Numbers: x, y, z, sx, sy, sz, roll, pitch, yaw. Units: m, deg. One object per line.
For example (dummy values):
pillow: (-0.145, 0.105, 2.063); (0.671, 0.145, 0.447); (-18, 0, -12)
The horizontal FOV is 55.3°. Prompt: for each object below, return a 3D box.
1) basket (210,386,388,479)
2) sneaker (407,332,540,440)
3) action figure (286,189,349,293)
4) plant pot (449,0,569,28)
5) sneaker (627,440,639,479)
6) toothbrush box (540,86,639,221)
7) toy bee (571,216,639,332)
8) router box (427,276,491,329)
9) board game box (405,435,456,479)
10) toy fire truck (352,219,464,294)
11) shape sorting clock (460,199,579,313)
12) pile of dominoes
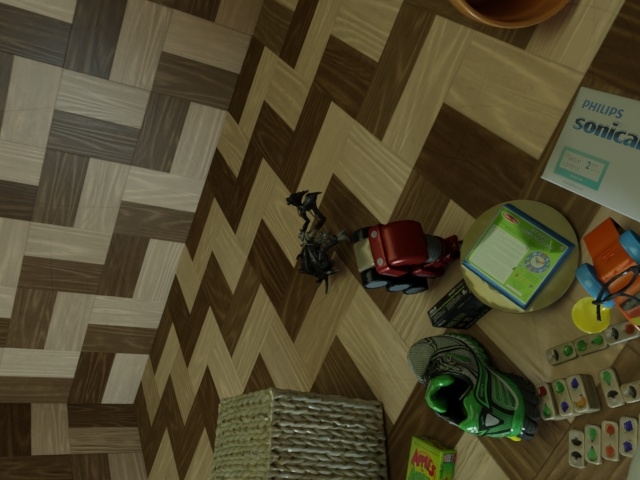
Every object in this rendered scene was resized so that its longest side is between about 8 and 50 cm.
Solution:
basket: (-0.051, 0.506, 1.426); (0.328, 0.331, 0.266); (-30, 51, 53)
sneaker: (0.246, 0.254, 1.134); (0.343, 0.146, 0.134); (-159, 79, -71)
action figure: (0.000, 0.000, 1.664); (0.164, 0.141, 0.276); (3, 110, 52)
plant pot: (0.327, -0.547, 1.141); (0.203, 0.291, 0.291); (-118, 44, -70)
sneaker: (0.489, 0.252, 0.668); (0.323, 0.130, 0.236); (-61, 14, -26)
toothbrush box: (0.459, -0.071, 0.731); (0.216, 0.295, 0.126); (44, 119, 54)
toy bee: (0.432, 0.080, 0.840); (0.162, 0.298, 0.195); (46, 138, 2)
router box: (0.281, 0.124, 1.183); (0.122, 0.092, 0.038); (-54, 39, 39)
board game box: (0.216, 0.500, 1.236); (0.092, 0.043, 0.181); (7, 88, 60)
toy fire truck: (0.221, 0.030, 1.218); (0.246, 0.217, 0.158); (-26, 64, 36)
shape sorting clock: (0.350, 0.028, 1.085); (0.206, 0.040, 0.206); (-9, 75, 33)
pile of dominoes: (0.443, 0.230, 0.929); (0.251, 0.040, 0.196); (-40, 48, 49)
